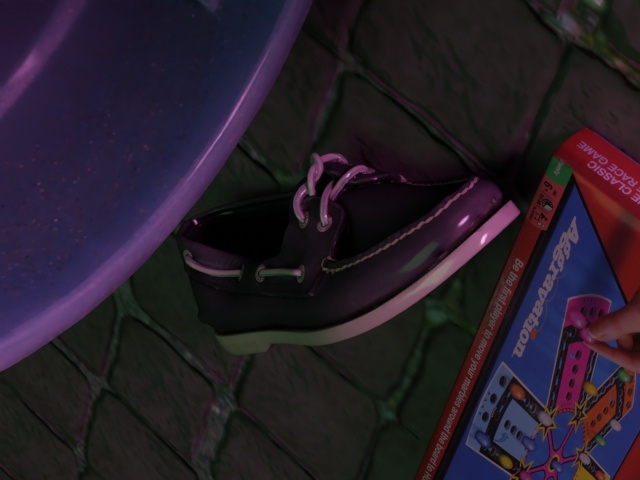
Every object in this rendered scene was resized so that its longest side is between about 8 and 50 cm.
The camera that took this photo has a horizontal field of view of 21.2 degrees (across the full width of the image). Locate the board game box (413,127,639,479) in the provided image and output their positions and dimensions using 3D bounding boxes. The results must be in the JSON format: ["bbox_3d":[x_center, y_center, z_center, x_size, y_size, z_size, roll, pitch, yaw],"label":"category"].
[{"bbox_3d":[0.115,0.097,0.694,0.145,0.027,0.281,38,141,19],"label":"board game box"}]

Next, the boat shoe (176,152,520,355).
[{"bbox_3d":[0.000,0.000,0.704,0.065,0.075,0.206,57,149,-8],"label":"boat shoe"}]

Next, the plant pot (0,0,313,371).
[{"bbox_3d":[-0.216,-0.165,0.566,0.334,0.341,0.341,27,136,27],"label":"plant pot"}]
